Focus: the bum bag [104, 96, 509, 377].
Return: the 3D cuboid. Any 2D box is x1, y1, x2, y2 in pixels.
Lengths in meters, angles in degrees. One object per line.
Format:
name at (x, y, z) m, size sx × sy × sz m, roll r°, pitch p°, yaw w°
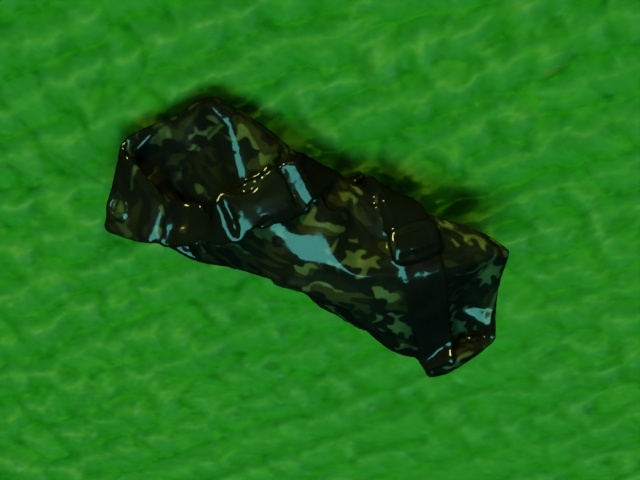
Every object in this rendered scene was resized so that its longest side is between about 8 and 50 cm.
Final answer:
bum bag at (0.000, -0.001, 1.098) m, size 0.248 × 0.069 × 0.102 m, roll 24°, pitch 111°, yaw -22°
